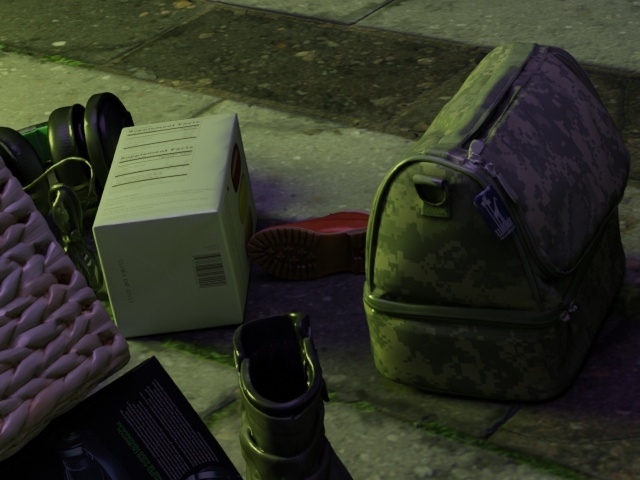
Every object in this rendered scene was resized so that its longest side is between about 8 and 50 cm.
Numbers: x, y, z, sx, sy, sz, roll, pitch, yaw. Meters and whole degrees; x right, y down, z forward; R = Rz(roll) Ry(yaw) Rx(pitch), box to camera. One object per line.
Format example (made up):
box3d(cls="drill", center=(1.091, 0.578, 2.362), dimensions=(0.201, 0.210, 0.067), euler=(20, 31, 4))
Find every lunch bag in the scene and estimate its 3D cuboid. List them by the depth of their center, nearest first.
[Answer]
box3d(cls="lunch bag", center=(0.167, -0.026, 1.767), dimensions=(0.213, 0.256, 0.305), euler=(5, 31, 24))

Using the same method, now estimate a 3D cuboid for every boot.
box3d(cls="boot", center=(-0.013, 0.209, 1.409), dimensions=(0.118, 0.222, 0.338), euler=(-14, 28, -11))
box3d(cls="boot", center=(0.000, 0.000, 1.988), dimensions=(0.158, 0.059, 0.084), euler=(-1, 25, -2))

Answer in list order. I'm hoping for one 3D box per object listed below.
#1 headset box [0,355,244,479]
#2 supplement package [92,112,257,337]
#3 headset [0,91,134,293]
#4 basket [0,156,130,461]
box3d(cls="headset box", center=(-0.239, 0.243, 1.389), dimensions=(0.246, 0.131, 0.283), euler=(-33, 3, 46))
box3d(cls="supplement package", center=(-0.150, -0.022, 1.976), dimensions=(0.134, 0.139, 0.244), euler=(-7, 28, 6))
box3d(cls="headset", center=(-0.311, -0.057, 2.141), dimensions=(0.243, 0.185, 0.394), euler=(-19, 14, -11))
box3d(cls="basket", center=(-0.377, 0.101, 1.354), dimensions=(0.328, 0.266, 0.331), euler=(-33, 5, 42))
